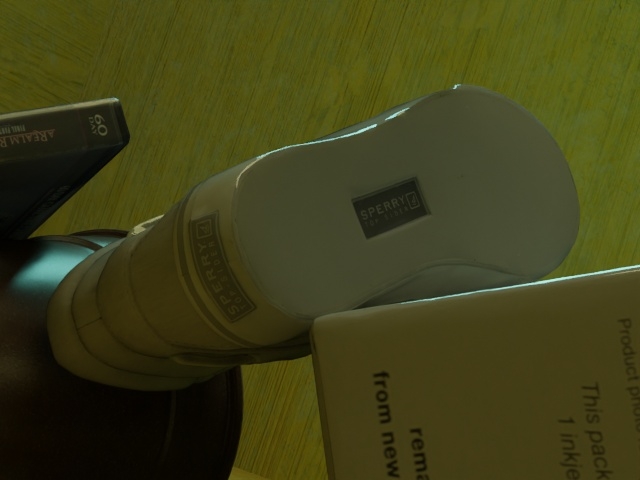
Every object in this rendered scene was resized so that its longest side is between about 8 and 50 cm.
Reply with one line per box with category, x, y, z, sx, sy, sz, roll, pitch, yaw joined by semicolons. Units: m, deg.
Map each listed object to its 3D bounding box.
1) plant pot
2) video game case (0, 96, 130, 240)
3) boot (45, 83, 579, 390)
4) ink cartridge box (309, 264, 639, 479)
plant pot;-0.148;0.067;0.745;0.167;0.167;0.165;15;1;32
video game case;-0.238;0.000;0.720;0.274;0.026;0.196;-11;-11;-29
boot;0.000;0.000;0.742;0.123;0.095;0.258;-21;-7;38
ink cartridge box;0.214;0.092;0.694;0.395;0.166;0.285;-9;-10;5
